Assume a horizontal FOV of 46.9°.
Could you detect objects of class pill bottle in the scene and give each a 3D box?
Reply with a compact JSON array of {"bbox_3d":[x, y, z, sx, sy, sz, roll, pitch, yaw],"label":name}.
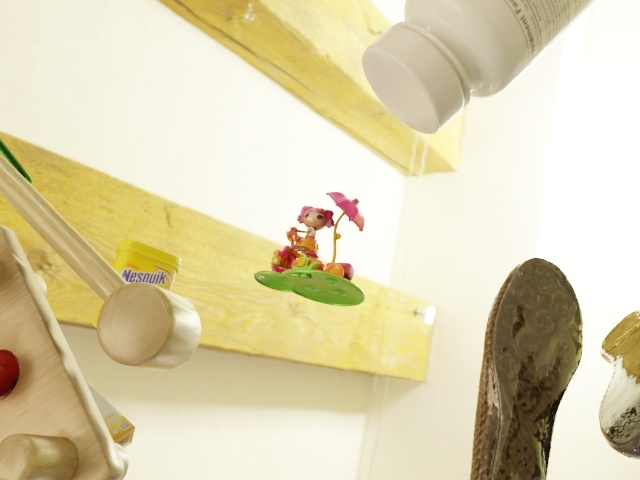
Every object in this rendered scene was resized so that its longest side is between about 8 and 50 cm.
[{"bbox_3d":[0.155,-0.213,0.705,0.229,0.131,0.131,-43,-46,-10],"label":"pill bottle"}]

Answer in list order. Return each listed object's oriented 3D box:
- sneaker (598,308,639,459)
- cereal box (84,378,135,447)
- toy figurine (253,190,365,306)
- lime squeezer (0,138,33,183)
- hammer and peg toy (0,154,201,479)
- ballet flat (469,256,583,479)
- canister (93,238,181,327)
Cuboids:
[{"bbox_3d":[0.340,0.158,0.681,0.090,0.145,0.270,-52,-8,20],"label":"sneaker"},{"bbox_3d":[-0.446,0.282,1.198,0.173,0.240,0.047,-26,-37,-50],"label":"cereal box"},{"bbox_3d":[0.000,0.000,1.116,0.130,0.173,0.159,58,-138,-59],"label":"toy figurine"},{"bbox_3d":[-0.493,-0.222,1.023,0.059,0.110,0.310,-29,-58,-36],"label":"lime squeezer"},{"bbox_3d":[-0.268,0.114,0.593,0.361,0.266,0.127,-37,-25,3],"label":"hammer and peg toy"},{"bbox_3d":[0.150,0.132,0.567,0.084,0.058,0.250,17,-113,-12],"label":"ballet flat"},{"bbox_3d":[-0.350,0.099,1.410,0.126,0.073,0.170,24,-113,-25],"label":"canister"}]
